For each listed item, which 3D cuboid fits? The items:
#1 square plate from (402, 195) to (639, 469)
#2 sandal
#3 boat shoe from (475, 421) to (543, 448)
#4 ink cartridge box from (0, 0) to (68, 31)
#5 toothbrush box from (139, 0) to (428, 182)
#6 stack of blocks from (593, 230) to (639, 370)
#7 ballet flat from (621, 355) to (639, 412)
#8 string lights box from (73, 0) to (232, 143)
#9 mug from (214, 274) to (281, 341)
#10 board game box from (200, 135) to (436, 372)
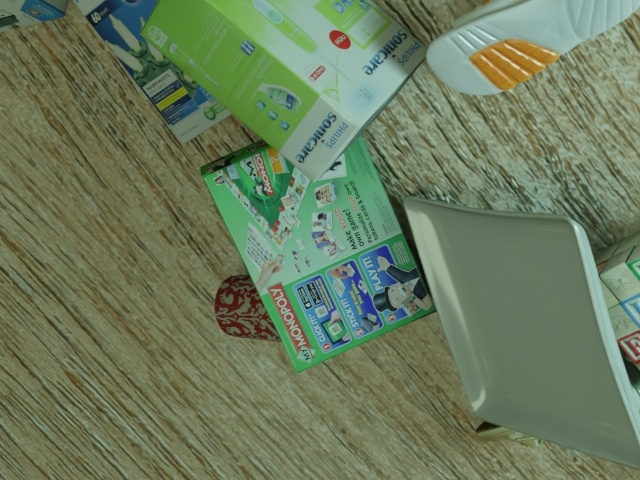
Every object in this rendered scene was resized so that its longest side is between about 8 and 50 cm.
[{"bbox_3d":[0.266,0.104,1.908,0.344,0.049,0.347,11,125,58],"label":"square plate"},{"bbox_3d":[0.250,-0.255,1.724,0.265,0.076,0.102,-23,124,21],"label":"sandal"},{"bbox_3d":[0.294,0.262,2.083,0.170,0.063,0.059,-21,104,41],"label":"boat shoe"},{"bbox_3d":[-0.458,-0.353,2.055,0.191,0.082,0.139,-8,159,36],"label":"ink cartridge box"},{"bbox_3d":[-0.041,-0.242,1.822,0.283,0.206,0.122,42,134,0],"label":"toothbrush box"},{"bbox_3d":[0.475,0.046,1.783,0.171,0.087,0.297,50,134,-9],"label":"stack of blocks"},{"bbox_3d":[0.366,0.172,1.935,0.213,0.068,0.072,50,144,10],"label":"ballet flat"},{"bbox_3d":[-0.205,-0.271,1.998,0.133,0.077,0.259,-27,105,44],"label":"string lights box"},{"bbox_3d":[-0.058,0.114,2.167,0.169,0.113,0.150,0,111,37],"label":"mug"},{"bbox_3d":[0.000,0.000,2.005,0.213,0.046,0.317,-23,112,1],"label":"board game box"}]
